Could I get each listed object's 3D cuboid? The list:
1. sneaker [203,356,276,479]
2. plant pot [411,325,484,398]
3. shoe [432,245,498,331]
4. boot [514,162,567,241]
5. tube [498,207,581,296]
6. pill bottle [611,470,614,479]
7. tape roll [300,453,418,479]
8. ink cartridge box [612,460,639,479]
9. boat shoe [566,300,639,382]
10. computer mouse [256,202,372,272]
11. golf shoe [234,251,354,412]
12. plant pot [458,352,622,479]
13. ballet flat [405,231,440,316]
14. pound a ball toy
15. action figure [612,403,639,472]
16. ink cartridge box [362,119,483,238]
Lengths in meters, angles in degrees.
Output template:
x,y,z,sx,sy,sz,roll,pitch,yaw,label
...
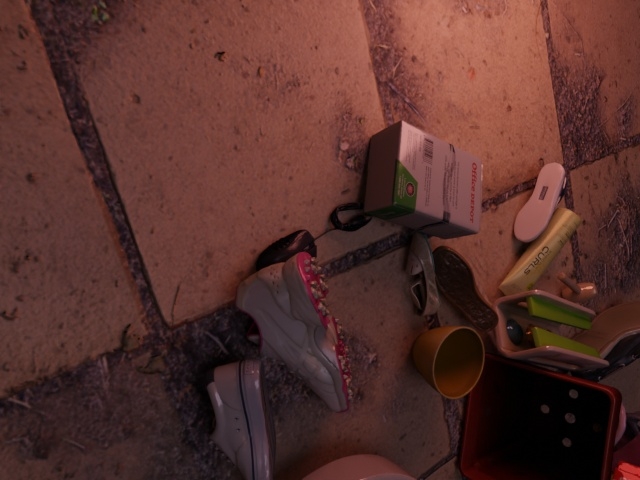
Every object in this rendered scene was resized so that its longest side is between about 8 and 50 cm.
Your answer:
x,y,z,sx,sy,sz,roll,pitch,yaw,label
-0.120,0.295,0.694,0.091,0.094,0.258,-4,104,2,sneaker
0.232,0.221,0.878,0.134,0.095,0.134,-3,96,-31,plant pot
0.284,0.095,0.928,0.076,0.058,0.219,-34,108,9,shoe
0.508,-0.074,1.036,0.086,0.069,0.190,26,92,-48,boot
0.496,0.037,1.036,0.070,0.062,0.240,38,86,10,tube
0.626,0.603,1.001,0.187,0.333,0.188,-3,95,-30,pill bottle
0.042,0.554,0.747,0.391,0.072,0.393,-4,99,-30,tape roll
0.574,0.499,0.793,0.231,0.134,0.078,-54,134,-32,ink cartridge box
0.765,0.269,1.177,0.339,0.127,0.113,-26,107,-25,boat shoe
0.000,0.000,0.757,0.242,0.041,0.071,-32,108,-25,computer mouse
-0.033,0.160,0.728,0.140,0.115,0.306,-15,117,7,golf shoe
0.484,0.392,0.962,0.235,0.267,0.268,8,90,-43,plant pot
0.190,0.069,0.867,0.052,0.057,0.168,-20,104,-18,ballet flat
0.510,0.176,1.024,0.319,0.135,0.208,18,59,-35,pound a ball toy
0.760,0.630,1.167,0.275,0.248,0.370,40,99,7,action figure
0.188,-0.099,0.819,0.208,0.086,0.153,16,74,-30,ink cartridge box
